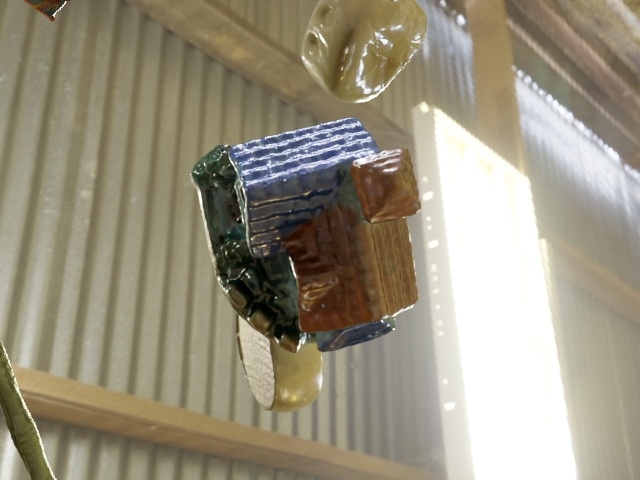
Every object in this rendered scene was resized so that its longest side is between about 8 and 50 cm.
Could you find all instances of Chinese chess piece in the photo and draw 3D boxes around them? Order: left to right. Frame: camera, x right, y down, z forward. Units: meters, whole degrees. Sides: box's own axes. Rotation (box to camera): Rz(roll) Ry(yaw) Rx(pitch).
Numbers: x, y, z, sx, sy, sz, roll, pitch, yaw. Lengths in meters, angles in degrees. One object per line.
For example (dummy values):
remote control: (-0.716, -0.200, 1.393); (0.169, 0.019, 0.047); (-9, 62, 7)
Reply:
Chinese chess piece: (-0.090, 0.222, 1.714); (0.112, 0.270, 0.270); (-10, -103, -20)

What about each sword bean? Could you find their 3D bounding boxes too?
sword bean: (-0.375, 0.243, 1.040); (0.038, 0.043, 0.269); (-24, -86, -49)

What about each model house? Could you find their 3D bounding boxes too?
model house: (0.000, 0.000, 1.028); (0.251, 0.329, 0.295); (-11, -87, -15)

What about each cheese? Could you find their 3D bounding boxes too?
cheese: (0.078, -0.338, 1.367); (0.217, 0.235, 0.117); (-30, -117, -13)

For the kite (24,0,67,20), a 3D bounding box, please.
kite: (-0.251, -0.274, 0.756); (0.190, 0.159, 0.010); (-28, -122, -38)
